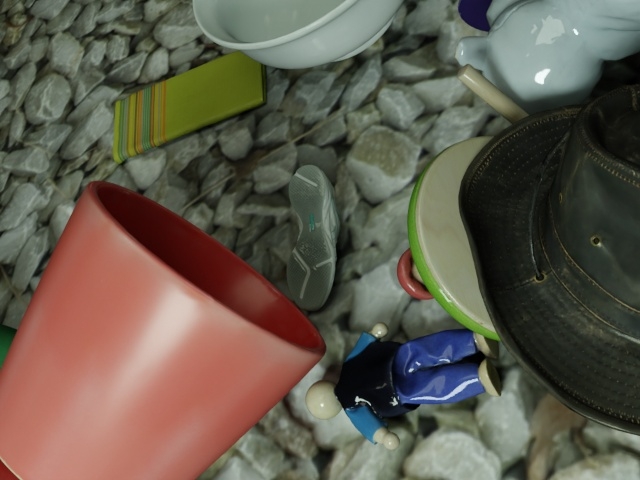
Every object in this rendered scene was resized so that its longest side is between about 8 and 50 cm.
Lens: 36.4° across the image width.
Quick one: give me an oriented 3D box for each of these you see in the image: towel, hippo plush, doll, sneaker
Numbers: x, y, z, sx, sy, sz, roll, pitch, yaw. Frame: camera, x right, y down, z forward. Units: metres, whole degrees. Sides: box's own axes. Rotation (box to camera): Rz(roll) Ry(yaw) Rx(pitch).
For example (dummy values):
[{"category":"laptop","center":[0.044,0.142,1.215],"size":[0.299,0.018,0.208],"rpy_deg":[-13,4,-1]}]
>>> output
[{"category":"towel","center":[-0.174,-0.179,1.285],"size":[0.237,0.021,0.102],"rpy_deg":[-18,58,22]},{"category":"hippo plush","center":[0.275,-0.199,0.904],"size":[0.236,0.234,0.294],"rpy_deg":[-48,20,41]},{"category":"doll","center":[0.068,0.131,0.891],"size":[0.189,0.046,0.129],"rpy_deg":[-16,52,25]},{"category":"sneaker","center":[0.000,0.000,1.025],"size":[0.053,0.061,0.152],"rpy_deg":[-3,78,24]}]

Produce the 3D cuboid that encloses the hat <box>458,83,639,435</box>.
[{"category":"hat","center":[0.266,-0.026,0.723],"size":[0.331,0.134,0.331],"rpy_deg":[2,52,-2]}]

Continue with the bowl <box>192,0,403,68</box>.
[{"category":"bowl","center":[0.004,-0.312,1.173],"size":[0.297,0.134,0.298],"rpy_deg":[-17,53,24]}]

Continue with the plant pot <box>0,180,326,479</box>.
[{"category":"plant pot","center":[-0.172,0.118,0.932],"size":[0.243,0.275,0.275],"rpy_deg":[-54,46,5]}]

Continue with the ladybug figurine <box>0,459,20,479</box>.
[{"category":"ladybug figurine","center":[-0.333,0.356,0.932],"size":[0.305,0.162,0.449],"rpy_deg":[-33,47,12]}]

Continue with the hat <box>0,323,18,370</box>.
[{"category":"hat","center":[-0.331,0.156,1.158],"size":[0.173,0.183,0.209],"rpy_deg":[-106,26,-53]}]

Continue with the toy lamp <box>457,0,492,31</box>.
[{"category":"toy lamp","center":[0.220,-0.367,1.103],"size":[0.080,0.080,0.275],"rpy_deg":[-1,62,33]}]

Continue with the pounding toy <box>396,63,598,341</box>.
[{"category":"pounding toy","center":[0.148,-0.010,0.874],"size":[0.110,0.183,0.237],"rpy_deg":[-41,26,58]}]
